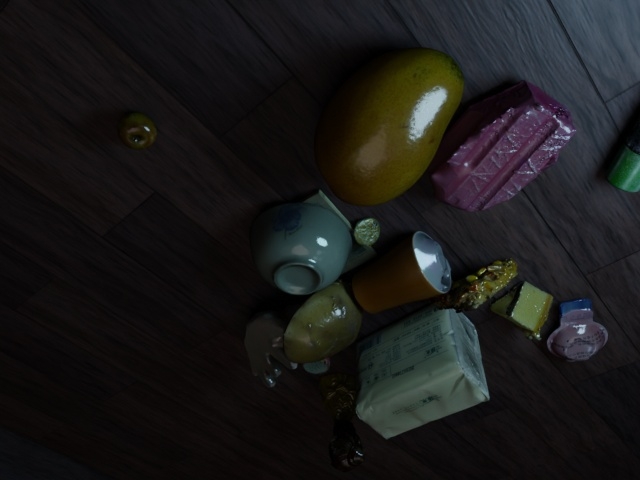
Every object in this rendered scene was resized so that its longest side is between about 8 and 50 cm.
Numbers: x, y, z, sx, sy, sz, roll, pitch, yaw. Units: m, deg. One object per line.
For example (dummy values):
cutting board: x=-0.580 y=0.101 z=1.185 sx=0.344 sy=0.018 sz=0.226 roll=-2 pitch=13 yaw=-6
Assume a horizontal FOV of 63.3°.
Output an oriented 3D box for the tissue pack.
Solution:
tissue pack: x=0.299 y=0.395 z=1.603 sx=0.380 sy=0.297 sz=0.207 roll=-31 pitch=120 yaw=27

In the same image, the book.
book: x=0.000 y=0.000 z=1.456 sx=0.214 sy=0.025 sz=0.282 roll=-30 pitch=124 yaw=26

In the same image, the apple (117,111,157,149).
apple: x=-0.430 y=-0.258 z=1.221 sx=0.089 sy=0.075 sz=0.090 roll=0 pitch=131 yaw=0

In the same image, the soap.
soap: x=0.399 y=-0.203 z=1.199 sx=0.220 sy=0.127 sz=0.325 roll=25 pitch=128 yaw=-17

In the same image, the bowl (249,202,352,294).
bowl: x=-0.058 y=0.052 z=1.392 sx=0.288 sy=0.146 sz=0.290 roll=2 pitch=133 yaw=2

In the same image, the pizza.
pizza: x=0.395 y=0.142 z=1.444 sx=0.251 sy=0.287 sz=0.074 roll=-33 pitch=82 yaw=43

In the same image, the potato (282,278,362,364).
potato: x=0.033 y=0.257 z=1.501 sx=0.115 sy=0.299 sz=0.239 roll=30 pitch=136 yaw=37

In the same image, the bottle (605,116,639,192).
bottle: x=0.760 y=-0.262 z=1.155 sx=0.093 sy=0.093 sz=0.330 roll=9 pitch=130 yaw=-5

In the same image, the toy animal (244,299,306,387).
toy animal: x=-0.121 y=0.317 z=1.651 sx=0.266 sy=0.188 sz=0.308 roll=11 pitch=126 yaw=35

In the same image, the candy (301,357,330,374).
candy: x=-0.016 y=0.424 z=1.804 sx=0.103 sy=0.043 sz=0.103 roll=0 pitch=133 yaw=1

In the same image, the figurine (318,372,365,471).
figurine: x=0.076 y=0.647 z=1.811 sx=0.167 sy=0.316 sz=0.188 roll=-13 pitch=128 yaw=13

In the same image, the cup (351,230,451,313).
cup: x=0.238 y=0.102 z=1.460 sx=0.263 sy=0.183 sz=0.226 roll=-30 pitch=155 yaw=33

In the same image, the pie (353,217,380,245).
pie: x=0.128 y=-0.022 z=1.419 sx=0.085 sy=0.017 sz=0.085 roll=-9 pitch=116 yaw=-18

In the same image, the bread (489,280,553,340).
bread: x=0.618 y=0.202 z=1.579 sx=0.147 sy=0.127 sz=0.152 roll=32 pitch=91 yaw=-20

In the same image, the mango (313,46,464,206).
mango: x=0.142 y=-0.246 z=1.121 sx=0.263 sy=0.221 sz=0.378 roll=35 pitch=113 yaw=-19

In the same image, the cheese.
cheese: x=0.809 y=0.291 z=1.637 sx=0.188 sy=0.074 sz=0.286 roll=-15 pitch=125 yaw=14
